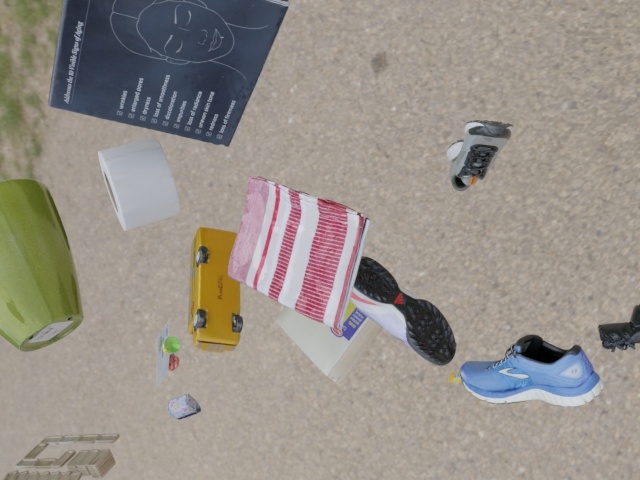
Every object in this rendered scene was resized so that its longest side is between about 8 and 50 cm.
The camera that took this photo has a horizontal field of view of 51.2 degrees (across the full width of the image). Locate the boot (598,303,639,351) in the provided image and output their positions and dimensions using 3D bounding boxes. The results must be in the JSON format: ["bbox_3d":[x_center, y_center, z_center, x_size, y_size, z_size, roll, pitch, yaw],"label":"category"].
[{"bbox_3d":[0.605,0.172,1.329,0.099,0.121,0.045,-11,116,18],"label":"boot"}]

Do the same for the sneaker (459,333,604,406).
[{"bbox_3d":[0.453,0.276,1.490,0.330,0.130,0.147,-13,101,45],"label":"sneaker"}]

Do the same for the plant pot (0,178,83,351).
[{"bbox_3d":[-0.624,0.072,1.378,0.275,0.275,0.293,-44,74,40],"label":"plant pot"}]

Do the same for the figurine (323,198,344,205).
[{"bbox_3d":[0.000,0.000,2.041,0.093,0.215,0.209,21,79,-2],"label":"figurine"}]

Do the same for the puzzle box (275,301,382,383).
[{"bbox_3d":[0.036,0.195,1.830,0.272,0.052,0.409,-52,26,-2],"label":"puzzle box"}]

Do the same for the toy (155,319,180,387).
[{"bbox_3d":[-0.414,0.313,1.828,0.237,0.056,0.136,129,140,-61],"label":"toy"}]

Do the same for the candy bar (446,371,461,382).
[{"bbox_3d":[0.417,0.374,1.839,0.162,0.040,0.018,-19,112,51],"label":"candy bar"}]

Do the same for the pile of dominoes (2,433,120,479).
[{"bbox_3d":[-0.595,0.521,1.534,0.251,0.196,0.040,-9,108,24],"label":"pile of dominoes"}]

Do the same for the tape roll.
[{"bbox_3d":[-0.535,-0.167,1.966,0.246,0.169,0.246,54,156,39],"label":"tape roll"}]

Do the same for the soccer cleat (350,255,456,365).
[{"bbox_3d":[0.167,0.160,1.485,0.318,0.108,0.116,41,156,-7],"label":"soccer cleat"}]

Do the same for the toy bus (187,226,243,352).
[{"bbox_3d":[-0.262,0.122,1.638,0.130,0.108,0.332,126,147,-47],"label":"toy bus"}]

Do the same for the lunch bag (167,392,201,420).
[{"bbox_3d":[-0.400,0.498,1.971,0.071,0.083,0.053,-20,47,9],"label":"lunch bag"}]

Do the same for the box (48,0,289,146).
[{"bbox_3d":[-0.387,-0.535,1.656,0.479,0.472,0.297,124,147,-44],"label":"box"}]

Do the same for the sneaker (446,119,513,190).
[{"bbox_3d":[0.345,-0.185,1.451,0.271,0.101,0.107,106,171,-76],"label":"sneaker"}]

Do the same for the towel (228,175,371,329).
[{"bbox_3d":[-0.057,0.017,1.357,0.329,0.037,0.236,22,103,39],"label":"towel"}]
